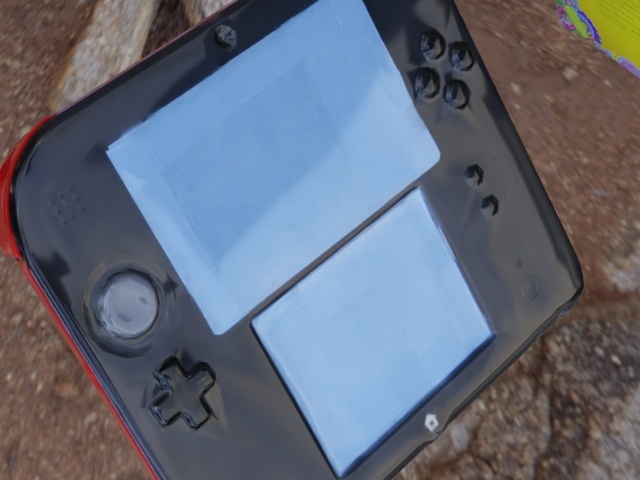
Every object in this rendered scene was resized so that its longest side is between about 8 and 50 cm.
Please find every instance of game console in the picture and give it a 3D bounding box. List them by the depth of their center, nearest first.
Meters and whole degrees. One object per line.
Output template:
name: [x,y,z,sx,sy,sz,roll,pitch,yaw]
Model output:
game console: [0.000,0.000,0.949,0.386,0.060,0.342,-38,104,-30]

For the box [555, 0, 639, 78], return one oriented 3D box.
box: [0.310,-0.200,0.788,0.279,0.290,0.177,-36,136,-6]
